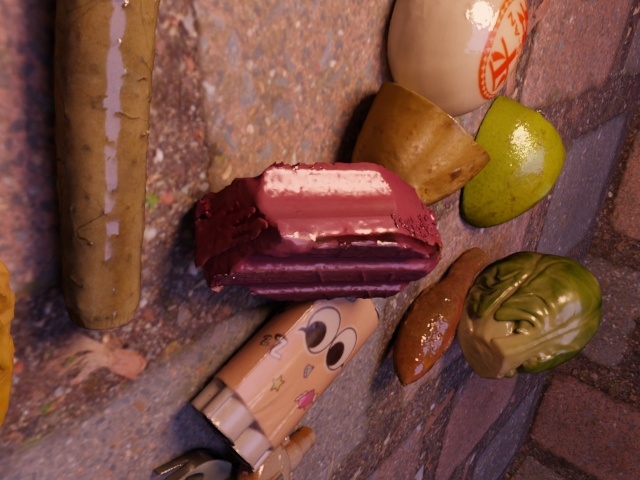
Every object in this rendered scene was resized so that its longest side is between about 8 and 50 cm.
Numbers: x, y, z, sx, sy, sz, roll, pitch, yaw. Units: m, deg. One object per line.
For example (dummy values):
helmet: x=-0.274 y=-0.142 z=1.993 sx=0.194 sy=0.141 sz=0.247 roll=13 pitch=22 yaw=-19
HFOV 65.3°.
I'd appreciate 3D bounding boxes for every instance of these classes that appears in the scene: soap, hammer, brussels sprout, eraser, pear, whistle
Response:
soap: x=0.000 y=0.000 z=0.573 sx=0.289 sy=0.112 sz=0.182 roll=-2 pitch=151 yaw=-25
hammer: x=-0.206 y=0.393 z=0.676 sx=0.226 sy=0.041 sz=0.159 roll=-56 pitch=143 yaw=-12
brussels sprout: x=0.507 y=0.190 z=1.244 sx=0.354 sy=0.289 sz=0.281 roll=-33 pitch=121 yaw=-19
eraser: x=-0.036 y=0.168 z=0.716 sx=0.290 sy=0.087 sz=0.171 roll=-44 pitch=135 yaw=-26
pear: x=0.406 y=-0.126 z=1.069 sx=0.239 sy=0.139 sz=0.288 roll=-52 pitch=142 yaw=-2
whistle: x=-0.064 y=0.351 z=0.779 sx=0.220 sy=0.057 sz=0.107 roll=-7 pitch=92 yaw=-67

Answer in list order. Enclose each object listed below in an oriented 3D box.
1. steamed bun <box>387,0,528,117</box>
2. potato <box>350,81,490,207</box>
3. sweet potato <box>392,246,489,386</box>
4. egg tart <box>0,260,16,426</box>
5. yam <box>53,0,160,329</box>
steamed bun: x=0.209 y=-0.286 z=0.707 sx=0.232 sy=0.145 sz=0.232 roll=-28 pitch=130 yaw=-39
potato: x=0.119 y=-0.106 z=0.698 sx=0.158 sy=0.178 sz=0.203 roll=-55 pitch=171 yaw=14
sweet potato: x=0.256 y=0.140 z=1.060 sx=0.385 sy=0.109 sz=0.109 roll=-51 pitch=142 yaw=-28
egg tart: x=-0.334 y=0.080 z=0.233 sx=0.339 sy=0.153 sz=0.351 roll=-23 pitch=126 yaw=-46
yam: x=-0.170 y=-0.104 z=0.399 sx=0.083 sy=0.083 sz=0.371 roll=-9 pitch=116 yaw=-49
